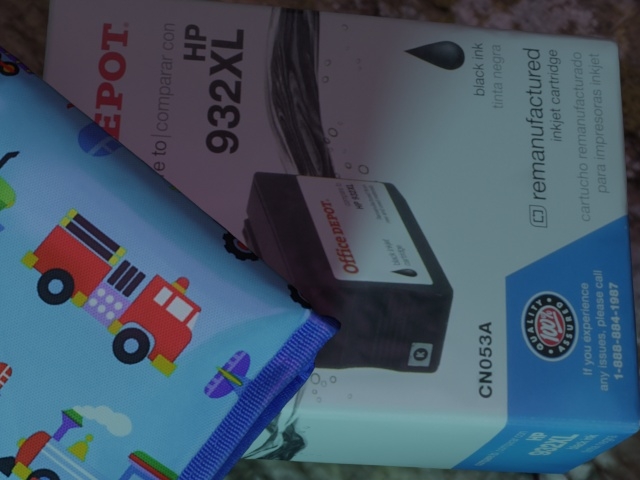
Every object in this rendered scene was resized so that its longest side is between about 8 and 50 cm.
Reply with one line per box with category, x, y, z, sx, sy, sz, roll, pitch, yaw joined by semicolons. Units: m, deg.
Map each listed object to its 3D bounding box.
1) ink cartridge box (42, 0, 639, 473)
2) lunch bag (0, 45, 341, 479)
ink cartridge box;0.000;0.000;0.697;0.308;0.129;0.223;4;71;-7
lunch bag;-0.172;0.084;0.514;0.221;0.138;0.293;39;77;5
